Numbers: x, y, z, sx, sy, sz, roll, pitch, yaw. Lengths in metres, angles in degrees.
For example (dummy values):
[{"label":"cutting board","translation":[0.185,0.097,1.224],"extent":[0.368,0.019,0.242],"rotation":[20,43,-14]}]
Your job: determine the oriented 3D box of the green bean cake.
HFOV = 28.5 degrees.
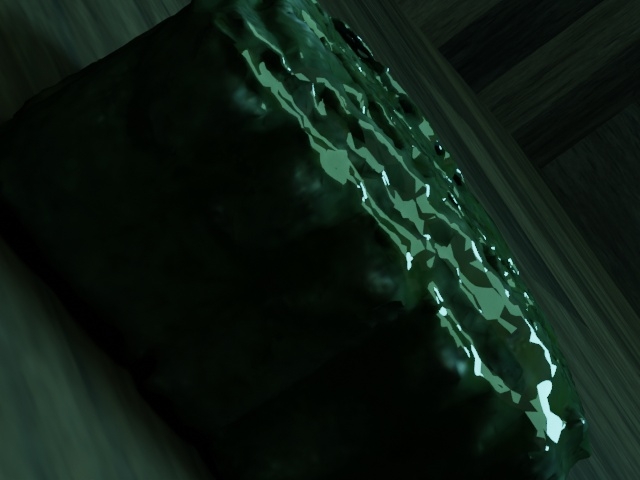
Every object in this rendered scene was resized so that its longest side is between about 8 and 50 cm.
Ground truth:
[{"label":"green bean cake","translation":[0.000,0.000,0.405],"extent":[0.181,0.094,0.173],"rotation":[53,11,-9]}]
